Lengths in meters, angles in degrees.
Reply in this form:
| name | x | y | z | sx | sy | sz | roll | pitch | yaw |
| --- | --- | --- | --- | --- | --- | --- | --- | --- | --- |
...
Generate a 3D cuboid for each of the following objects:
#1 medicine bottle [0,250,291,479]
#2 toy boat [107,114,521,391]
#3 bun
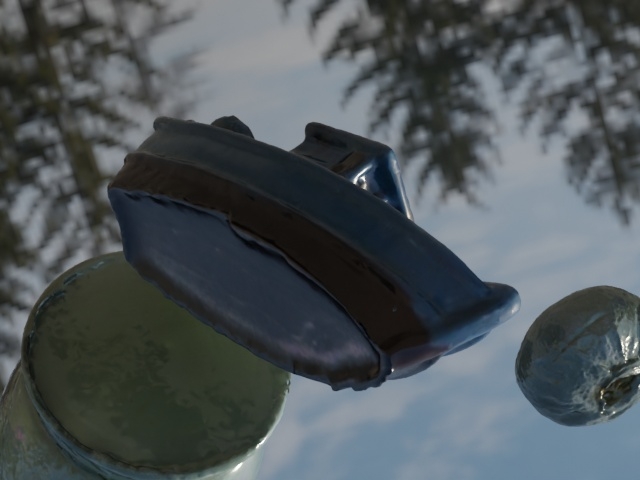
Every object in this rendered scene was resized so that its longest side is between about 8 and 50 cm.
| name | x | y | z | sx | sy | sz | roll | pitch | yaw |
| --- | --- | --- | --- | --- | --- | --- | --- | --- | --- |
| medicine bottle | -0.100 | 0.096 | 1.025 | 0.147 | 0.147 | 0.143 | -24 | 154 | -32 |
| toy boat | 0.000 | 0.000 | 0.825 | 0.097 | 0.100 | 0.223 | -35 | -143 | -27 |
| bun | 0.132 | 0.058 | 0.915 | 0.083 | 0.083 | 0.045 | -21 | -131 | -21 |
